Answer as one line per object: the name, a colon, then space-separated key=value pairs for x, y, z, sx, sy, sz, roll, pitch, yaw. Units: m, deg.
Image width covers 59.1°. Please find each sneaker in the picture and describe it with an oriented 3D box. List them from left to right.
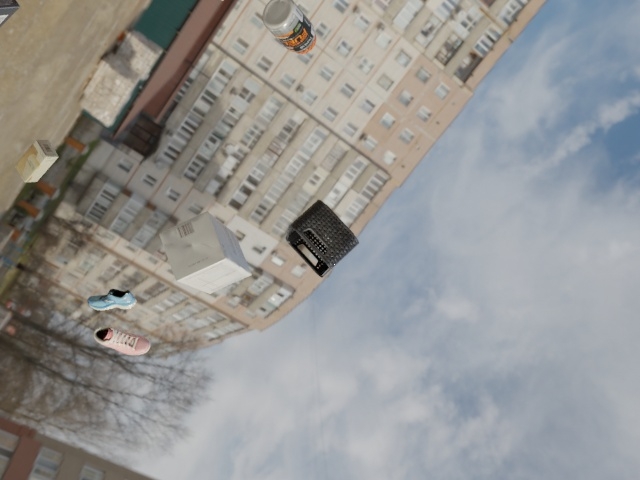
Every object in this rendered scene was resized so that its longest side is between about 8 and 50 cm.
sneaker: x=-0.710 y=0.190 z=1.916 sx=0.063 sy=0.162 sz=0.073 roll=-92 pitch=177 yaw=-55
sneaker: x=-0.478 y=0.238 z=1.349 sx=0.070 sy=0.134 sz=0.051 roll=112 pitch=-7 yaw=-69

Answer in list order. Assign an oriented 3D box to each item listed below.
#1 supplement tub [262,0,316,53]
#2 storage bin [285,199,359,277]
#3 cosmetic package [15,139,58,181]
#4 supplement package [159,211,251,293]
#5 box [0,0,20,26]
supplement tub: x=-0.093 y=-0.682 z=1.808 sx=0.117 sy=0.190 sz=0.117 roll=-5 pitch=-103 yaw=25
storage bin: x=0.000 y=0.000 z=1.190 sx=0.084 sy=0.122 sz=0.180 roll=-43 pitch=177 yaw=-11
cosmetic package: x=-0.760 y=-0.212 z=1.511 sx=0.115 sy=0.060 sz=0.041 roll=-38 pitch=171 yaw=25
supplement package: x=-0.291 y=0.039 z=1.470 sx=0.139 sy=0.134 sz=0.244 roll=-24 pitch=165 yaw=2
box: x=-1.103 y=-0.793 z=1.807 sx=0.153 sy=0.207 sz=0.108 roll=-28 pitch=-166 yaw=26
